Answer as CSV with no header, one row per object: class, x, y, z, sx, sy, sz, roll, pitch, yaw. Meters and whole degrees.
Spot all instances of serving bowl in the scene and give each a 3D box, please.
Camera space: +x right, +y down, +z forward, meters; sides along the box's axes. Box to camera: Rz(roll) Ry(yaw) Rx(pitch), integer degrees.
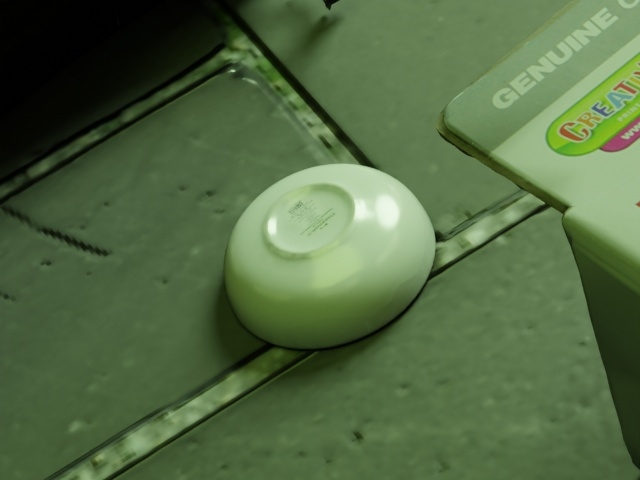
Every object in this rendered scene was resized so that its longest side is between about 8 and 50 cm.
serving bowl,0.000,0.000,0.665,0.083,0.027,0.083,-12,46,12

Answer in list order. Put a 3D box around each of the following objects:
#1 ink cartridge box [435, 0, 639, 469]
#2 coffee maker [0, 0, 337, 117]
ink cartridge box,0.237,-0.028,0.522,0.309,0.130,0.272,-37,45,-13
coffee maker,-0.115,-0.129,0.765,0.178,0.120,0.171,-38,47,-12
